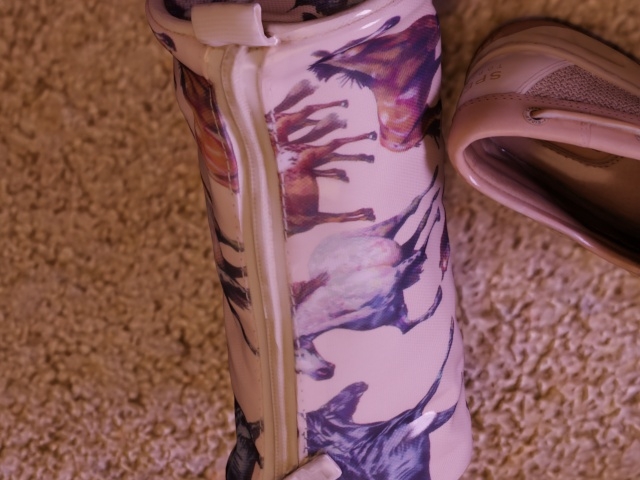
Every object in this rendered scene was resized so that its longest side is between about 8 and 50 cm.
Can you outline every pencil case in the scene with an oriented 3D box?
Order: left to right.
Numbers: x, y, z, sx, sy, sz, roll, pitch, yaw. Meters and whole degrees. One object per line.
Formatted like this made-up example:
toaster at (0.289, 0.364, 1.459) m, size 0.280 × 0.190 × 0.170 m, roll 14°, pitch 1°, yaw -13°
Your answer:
pencil case at (0.000, 0.000, 1.193) m, size 0.160 × 0.183 × 0.410 m, roll 5°, pitch 128°, yaw 16°

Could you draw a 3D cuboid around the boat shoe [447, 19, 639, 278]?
boat shoe at (0.230, -0.004, 1.154) m, size 0.341 × 0.110 × 0.121 m, roll 24°, pitch 131°, yaw 0°
